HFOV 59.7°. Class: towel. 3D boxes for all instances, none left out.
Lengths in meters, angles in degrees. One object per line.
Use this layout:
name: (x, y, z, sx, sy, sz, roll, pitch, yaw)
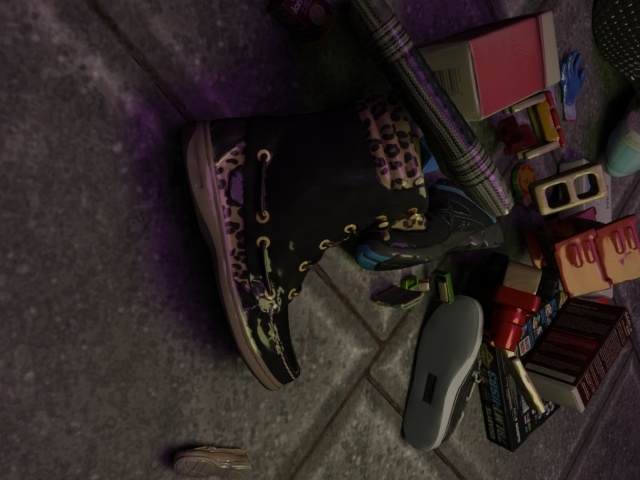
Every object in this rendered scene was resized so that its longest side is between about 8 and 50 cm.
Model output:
towel: (0.126, -0.197, 0.757, 0.056, 0.324, 0.312, -35, 105, 14)

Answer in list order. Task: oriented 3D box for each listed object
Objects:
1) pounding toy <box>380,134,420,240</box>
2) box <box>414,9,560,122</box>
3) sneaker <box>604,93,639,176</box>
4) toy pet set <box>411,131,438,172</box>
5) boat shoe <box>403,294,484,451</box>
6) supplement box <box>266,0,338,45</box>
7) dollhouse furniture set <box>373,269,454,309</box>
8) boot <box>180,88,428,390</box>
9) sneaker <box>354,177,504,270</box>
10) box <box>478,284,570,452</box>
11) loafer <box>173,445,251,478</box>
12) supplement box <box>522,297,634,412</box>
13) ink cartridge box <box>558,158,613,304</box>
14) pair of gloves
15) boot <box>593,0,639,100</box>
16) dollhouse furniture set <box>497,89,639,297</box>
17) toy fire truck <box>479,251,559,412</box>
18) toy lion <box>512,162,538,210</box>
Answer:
pounding toy: (0.088, -0.086, 0.858, 0.100, 0.130, 0.141, -15, 107, -35)
box: (0.277, -0.296, 0.953, 0.232, 0.148, 0.127, -29, 114, -31)
sneaker: (0.790, -0.266, 1.395, 0.366, 0.135, 0.150, -31, 156, -40)
toy pet set: (0.153, -0.131, 0.941, 0.114, 0.065, 0.122, -15, 108, -35)
boat shoe: (0.252, 0.251, 1.059, 0.105, 0.113, 0.306, 7, 96, -45)
supplement box: (-0.025, -0.323, 0.783, 0.083, 0.043, 0.055, 31, 81, -36)
dollhouse furniture set: (0.169, 0.105, 0.989, 0.152, 0.076, 0.058, -23, 111, -33)
boot: (0.000, 0.000, 0.735, 0.284, 0.138, 0.377, -15, 103, -2)
sneaker: (0.181, -0.031, 0.966, 0.341, 0.125, 0.139, -11, 88, -41)
box: (0.475, 0.271, 1.257, 0.293, 0.073, 0.295, -28, 113, -31)
loafer: (-0.158, 0.317, 0.806, 0.125, 0.039, 0.045, 25, 116, -35)
supplement box: (0.539, 0.233, 1.175, 0.239, 0.130, 0.073, -44, 119, -23)
ink cartridge box: (0.644, -0.010, 1.299, 0.261, 0.066, 0.296, 17, 73, -38)
pair of gloves: (0.522, -0.331, 1.217, 0.198, 0.023, 0.159, -13, 106, -36)
boot: (0.770, -0.450, 1.327, 0.223, 0.118, 0.338, -38, 102, -46)
dollhouse furniture set: (0.461, -0.098, 1.054, 0.152, 0.201, 0.374, -19, 98, 8)
toy fire truck: (0.359, 0.169, 1.038, 0.217, 0.158, 0.246, 41, 66, -75)
toy lion: (0.443, -0.116, 1.192, 0.100, 0.034, 0.096, 8, 86, -38)
